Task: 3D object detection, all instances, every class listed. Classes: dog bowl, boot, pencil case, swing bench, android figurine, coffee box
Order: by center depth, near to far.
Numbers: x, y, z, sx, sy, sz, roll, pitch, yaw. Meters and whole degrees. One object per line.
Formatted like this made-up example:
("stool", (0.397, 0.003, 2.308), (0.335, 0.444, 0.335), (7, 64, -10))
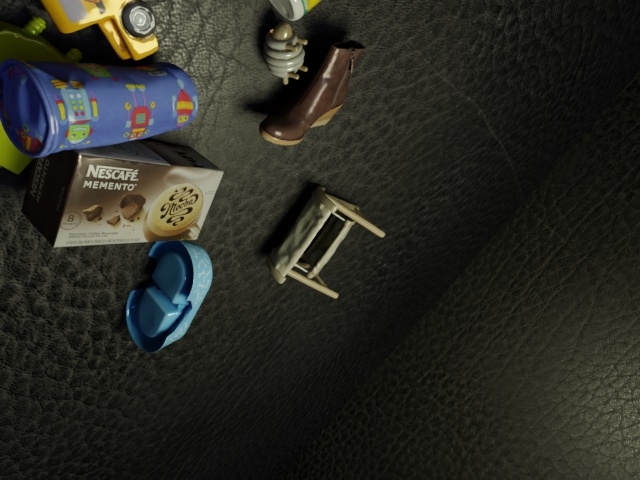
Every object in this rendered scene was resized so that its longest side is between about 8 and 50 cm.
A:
("android figurine", (-0.486, -0.213, 0.667), (0.273, 0.056, 0.248), (-46, 143, 4))
("pencil case", (-0.326, -0.214, 0.673), (0.119, 0.133, 0.306), (-60, 171, 30))
("coffee box", (-0.347, -0.093, 0.806), (0.297, 0.119, 0.168), (-3, 125, -58))
("boot", (-0.019, -0.320, 0.930), (0.248, 0.090, 0.207), (-36, 163, -45))
("dog bowl", (-0.357, 0.127, 1.043), (0.074, 0.166, 0.297), (0, 126, -58))
("swing bench", (0.000, 0.000, 1.247), (0.254, 0.165, 0.253), (24, 109, -46))

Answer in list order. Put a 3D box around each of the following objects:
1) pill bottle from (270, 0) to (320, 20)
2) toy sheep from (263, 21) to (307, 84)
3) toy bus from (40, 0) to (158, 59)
("pill bottle", (-0.003, -0.505, 0.779), (0.208, 0.117, 0.117), (-42, 144, -3))
("toy sheep", (-0.071, -0.369, 0.876), (0.091, 0.091, 0.132), (-25, 146, -23))
("toy bus", (-0.342, -0.401, 0.572), (0.130, 0.108, 0.333), (-32, 142, -15))
